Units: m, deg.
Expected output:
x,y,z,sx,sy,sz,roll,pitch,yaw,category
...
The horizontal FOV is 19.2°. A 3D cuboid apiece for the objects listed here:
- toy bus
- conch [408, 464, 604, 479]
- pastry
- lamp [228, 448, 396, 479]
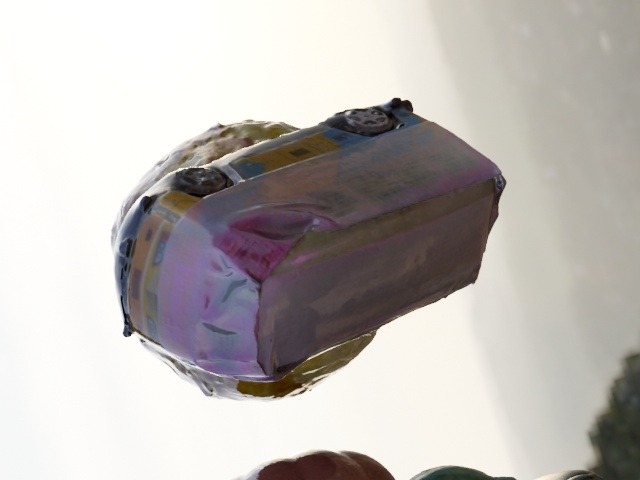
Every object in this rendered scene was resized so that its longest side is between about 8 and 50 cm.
x,y,z,sx,sy,sz,roll,pitch,yaw,category
0.000,0.000,1.716,0.162,0.386,0.171,24,121,36,toy bus
0.150,0.272,1.702,0.202,0.196,0.134,-172,74,-70,conch
-0.098,0.029,2.457,0.313,0.388,0.388,-10,-100,-53,pastry
-0.018,0.412,2.492,0.305,0.305,0.239,66,-178,-63,lamp
